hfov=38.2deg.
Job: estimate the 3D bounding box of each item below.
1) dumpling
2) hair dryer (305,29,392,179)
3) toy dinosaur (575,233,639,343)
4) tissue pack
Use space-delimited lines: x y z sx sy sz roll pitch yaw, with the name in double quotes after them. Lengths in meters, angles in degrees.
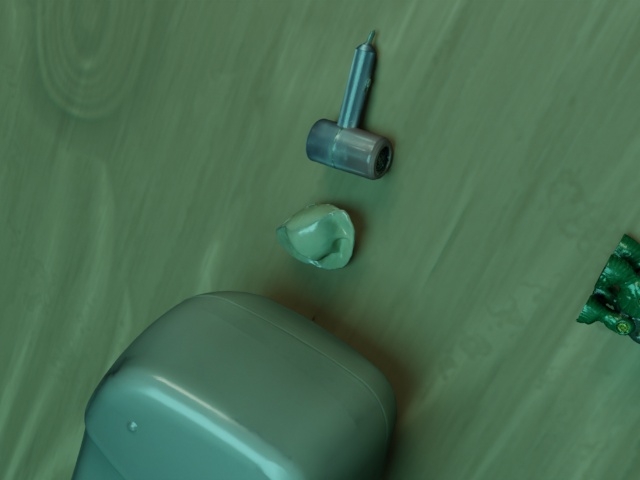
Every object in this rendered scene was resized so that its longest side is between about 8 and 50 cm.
0.000 0.000 0.779 0.077 0.043 0.059 -25 104 19 "dumpling"
0.032 -0.110 0.737 0.063 0.037 0.114 19 104 26 "hair dryer"
0.236 0.043 0.630 0.096 0.059 0.132 30 125 15 "toy dinosaur"
-0.078 0.212 0.772 0.229 0.236 0.333 29 116 15 "tissue pack"
